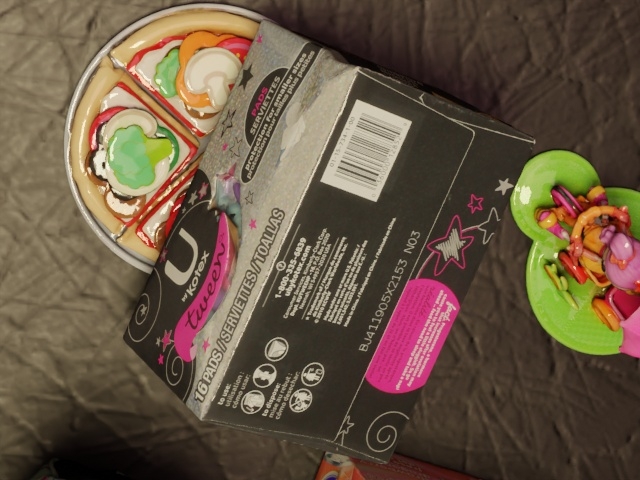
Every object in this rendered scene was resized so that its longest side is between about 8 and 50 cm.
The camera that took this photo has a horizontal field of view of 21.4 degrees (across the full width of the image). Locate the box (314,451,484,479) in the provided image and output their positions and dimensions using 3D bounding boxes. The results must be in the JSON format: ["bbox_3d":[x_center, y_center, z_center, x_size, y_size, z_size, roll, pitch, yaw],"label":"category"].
[{"bbox_3d":[0.132,0.268,1.246,0.300,0.142,0.154,19,95,-14],"label":"box"}]

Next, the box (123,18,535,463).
[{"bbox_3d":[0.000,0.000,1.145,0.163,0.142,0.247,18,99,-34],"label":"box"}]

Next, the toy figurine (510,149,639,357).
[{"bbox_3d":[0.220,0.020,1.208,0.130,0.159,0.173,-36,104,-3],"label":"toy figurine"}]

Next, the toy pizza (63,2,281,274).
[{"bbox_3d":[-0.079,-0.066,1.198,0.201,0.032,0.201,-2,101,-11],"label":"toy pizza"}]

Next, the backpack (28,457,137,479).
[{"bbox_3d":[-0.126,0.253,1.108,0.225,0.253,0.191,36,74,-6],"label":"backpack"}]
